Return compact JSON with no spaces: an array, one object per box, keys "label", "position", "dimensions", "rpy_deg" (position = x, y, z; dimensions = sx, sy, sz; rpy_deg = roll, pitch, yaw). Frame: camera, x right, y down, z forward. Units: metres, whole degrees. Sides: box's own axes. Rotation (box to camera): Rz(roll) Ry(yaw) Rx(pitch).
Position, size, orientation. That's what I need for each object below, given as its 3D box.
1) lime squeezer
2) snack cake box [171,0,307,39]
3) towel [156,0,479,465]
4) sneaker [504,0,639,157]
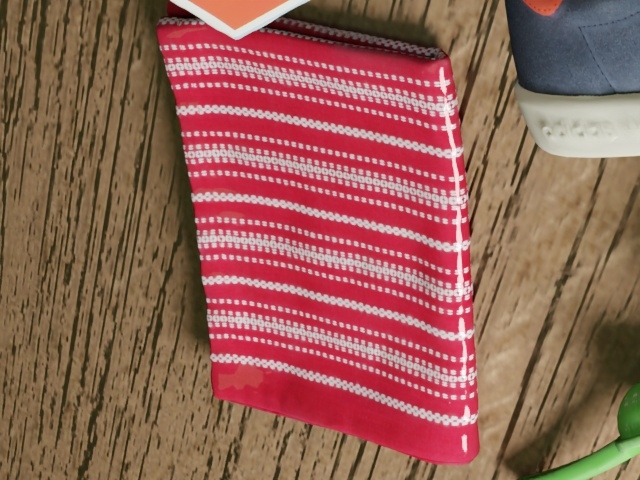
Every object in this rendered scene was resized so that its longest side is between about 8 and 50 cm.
[{"label":"lime squeezer","position":[0.169,0.065,1.049],"dimensions":[0.110,0.059,0.310],"rpy_deg":[29,134,20]},{"label":"snack cake box","position":[0.015,-0.203,0.850],"dimensions":[0.264,0.152,0.089],"rpy_deg":[-26,61,26]},{"label":"towel","position":[0.000,0.000,1.162],"dimensions":[0.199,0.031,0.274],"rpy_deg":[15,127,31]},{"label":"sneaker","position":[0.219,-0.123,0.826],"dimensions":[0.350,0.131,0.148],"rpy_deg":[-3,112,37]}]
